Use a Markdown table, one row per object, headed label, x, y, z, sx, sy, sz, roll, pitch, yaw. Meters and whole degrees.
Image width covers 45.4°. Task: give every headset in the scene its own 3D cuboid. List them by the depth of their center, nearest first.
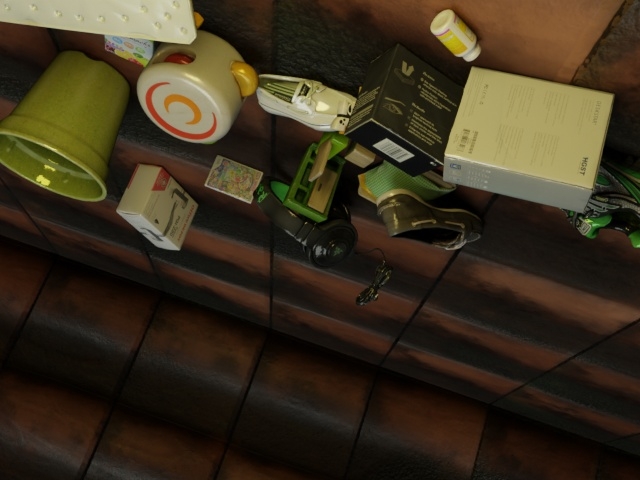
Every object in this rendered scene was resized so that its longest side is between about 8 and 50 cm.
| label | x | y | z | sx | sy | sz | roll | pitch | yaw |
| --- | --- | --- | --- | --- | --- | --- | --- | --- | --- |
| headset | 0.000 | 0.000 | 1.821 | 0.394 | 0.185 | 0.243 | 31 | -165 | -16 |

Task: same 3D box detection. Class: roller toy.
| label | x | y | z | sx | sy | sz | roll | pitch | yaw |
| --- | --- | --- | --- | --- | --- | --- | --- | --- | --- |
| roller toy | -0.235 | -0.297 | 1.456 | 0.191 | 0.146 | 0.209 | 33 | 145 | -17 |

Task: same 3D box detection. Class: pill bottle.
| label | x | y | z | sx | sy | sz | roll | pitch | yaw |
| --- | --- | --- | --- | --- | --- | --- | --- | --- | --- |
| pill bottle | 0.209 | -0.311 | 1.171 | 0.083 | 0.043 | 0.043 | 35 | 155 | -33 |

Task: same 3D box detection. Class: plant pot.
| label | x | y | z | sx | sy | sz | roll | pitch | yaw |
| --- | --- | --- | --- | --- | --- | --- | --- | --- | --- |
| plant pot | -0.547 | -0.263 | 1.677 | 0.276 | 0.254 | 0.276 | 18 | 160 | 7 |

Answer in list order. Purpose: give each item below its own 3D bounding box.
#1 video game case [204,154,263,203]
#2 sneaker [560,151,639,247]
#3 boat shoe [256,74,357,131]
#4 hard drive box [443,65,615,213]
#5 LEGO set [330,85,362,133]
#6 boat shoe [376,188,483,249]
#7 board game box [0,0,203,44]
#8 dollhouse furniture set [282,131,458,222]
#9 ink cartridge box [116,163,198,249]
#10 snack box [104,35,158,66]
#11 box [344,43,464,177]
| label | x | y | z | sx | sy | sz | roll | pitch | yaw |
| --- | --- | --- | --- | --- | --- | --- | --- | --- | --- |
| video game case | -0.213 | -0.151 | 1.886 | 0.122 | 0.087 | 0.011 | 21 | 162 | -3 |
| sneaker | 0.455 | -0.095 | 1.346 | 0.343 | 0.146 | 0.134 | 19 | 159 | 5 |
| boat shoe | -0.029 | -0.264 | 1.446 | 0.226 | 0.083 | 0.076 | 11 | 159 | 23 |
| hard drive box | 0.333 | -0.164 | 1.234 | 0.232 | 0.181 | 0.089 | 15 | 159 | 14 |
| LEGO set | 0.109 | -0.230 | 1.388 | 0.227 | 0.093 | 0.087 | 6 | -175 | -30 |
| boat shoe | 0.244 | -0.021 | 1.660 | 0.335 | 0.095 | 0.112 | 16 | 146 | -43 |
| board game box | -0.372 | -0.478 | 1.067 | 0.390 | 0.050 | 0.390 | 11 | 136 | 15 |
| dollhouse furniture set | 0.107 | -0.100 | 1.635 | 0.301 | 0.151 | 0.197 | 26 | 158 | -17 |
| ink cartridge box | -0.453 | -0.091 | 2.152 | 0.092 | 0.158 | 0.218 | 9 | 157 | 25 |
| snack box | -0.366 | -0.397 | 1.482 | 0.100 | 0.037 | 0.141 | 22 | 159 | -8 |
| box | 0.146 | -0.217 | 1.299 | 0.156 | 0.158 | 0.093 | 29 | 158 | -22 |
